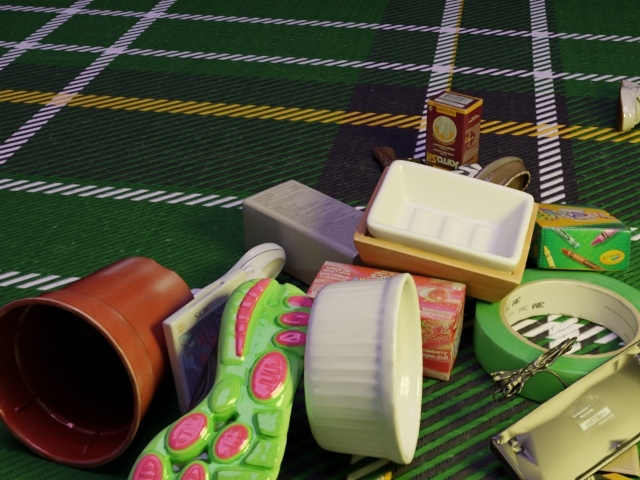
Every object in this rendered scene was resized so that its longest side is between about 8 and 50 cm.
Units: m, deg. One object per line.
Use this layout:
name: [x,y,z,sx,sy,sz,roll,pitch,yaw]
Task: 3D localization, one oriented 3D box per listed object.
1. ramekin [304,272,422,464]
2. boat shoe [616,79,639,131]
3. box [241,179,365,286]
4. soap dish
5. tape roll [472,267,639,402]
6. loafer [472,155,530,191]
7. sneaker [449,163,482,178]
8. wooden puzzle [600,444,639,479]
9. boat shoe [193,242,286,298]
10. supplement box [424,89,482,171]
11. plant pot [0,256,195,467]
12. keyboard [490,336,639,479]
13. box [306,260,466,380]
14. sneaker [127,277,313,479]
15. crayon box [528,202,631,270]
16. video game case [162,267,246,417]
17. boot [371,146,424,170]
ramekin: [0.067,0.187,1.429,0.135,0.277,0.277,-1,29,13]
boat shoe: [0.830,-0.359,2.540,0.096,0.098,0.277,8,30,15]
box: [0.000,0.000,1.893,0.148,0.121,0.311,-25,38,-37]
soap dish: [0.224,-0.016,1.716,0.291,0.118,0.229,15,42,10]
tape roll: [0.424,0.159,1.661,0.321,0.077,0.321,-1,30,0]
loafer: [0.308,-0.017,1.890,0.130,0.134,0.366,35,65,21]
sneaker: [0.306,-0.086,2.078,0.153,0.094,0.235,-13,37,-11]
wooden puzzle: [0.436,0.324,1.438,0.078,0.014,0.116,13,32,14]
boat shoe: [-0.137,0.097,1.772,0.084,0.095,0.258,25,49,30]
supplement box: [0.306,-0.240,2.244,0.104,0.188,0.081,21,37,32]
plant pot: [-0.333,0.164,1.499,0.272,0.272,0.265,10,23,18]
keyboard: [0.384,0.242,1.459,0.317,0.033,0.201,-27,65,-22]
box: [0.110,0.135,1.653,0.257,0.128,0.122,9,31,15]
sneaker: [-0.125,0.278,1.373,0.185,0.202,0.483,21,51,10]
crayon box: [0.481,-0.012,1.876,0.165,0.081,0.278,2,12,1]
video game case: [-0.164,0.171,1.515,0.023,0.201,0.183,11,31,32]
boot: [0.186,-0.200,2.332,0.106,0.037,0.114,-3,25,-10]
